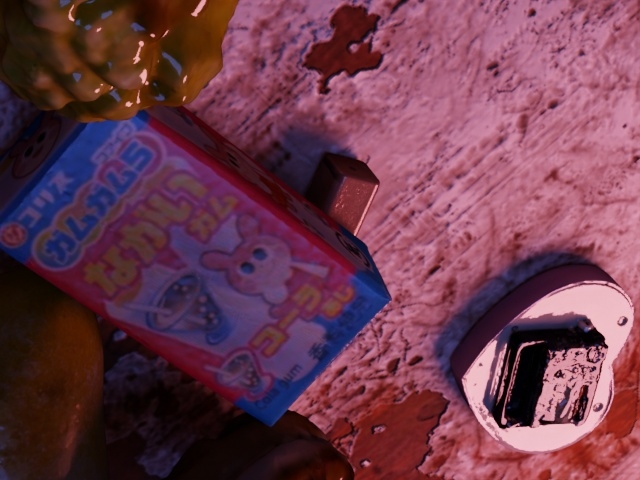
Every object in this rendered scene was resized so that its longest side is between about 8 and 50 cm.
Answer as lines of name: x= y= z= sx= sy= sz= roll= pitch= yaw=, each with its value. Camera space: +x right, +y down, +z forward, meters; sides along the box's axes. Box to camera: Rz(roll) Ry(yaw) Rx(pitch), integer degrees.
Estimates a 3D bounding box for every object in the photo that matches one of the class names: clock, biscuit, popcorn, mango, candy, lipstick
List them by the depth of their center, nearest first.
popcorn: x=-0.152 y=-0.217 z=1.342 sx=0.258 sy=0.224 sz=0.270 roll=16 pitch=102 yaw=-38
candy: x=-0.107 y=0.001 z=1.552 sx=0.306 sy=0.100 sz=0.157 roll=37 pitch=104 yaw=-26
mango: x=-0.277 y=0.200 z=1.581 sx=0.222 sy=0.199 sz=0.384 roll=19 pitch=103 yaw=-14
lipstick: x=0.000 y=0.000 z=1.662 sx=0.045 sy=0.045 sz=0.145 roll=10 pitch=116 yaw=-31
biscuit: x=-0.079 y=0.279 z=1.693 sx=0.268 sy=0.115 sz=0.366 roll=-43 pitch=160 yaw=-24
clock: x=0.208 y=0.121 z=1.824 sx=0.172 sy=0.064 sz=0.198 roll=-3 pitch=121 yaw=-23
